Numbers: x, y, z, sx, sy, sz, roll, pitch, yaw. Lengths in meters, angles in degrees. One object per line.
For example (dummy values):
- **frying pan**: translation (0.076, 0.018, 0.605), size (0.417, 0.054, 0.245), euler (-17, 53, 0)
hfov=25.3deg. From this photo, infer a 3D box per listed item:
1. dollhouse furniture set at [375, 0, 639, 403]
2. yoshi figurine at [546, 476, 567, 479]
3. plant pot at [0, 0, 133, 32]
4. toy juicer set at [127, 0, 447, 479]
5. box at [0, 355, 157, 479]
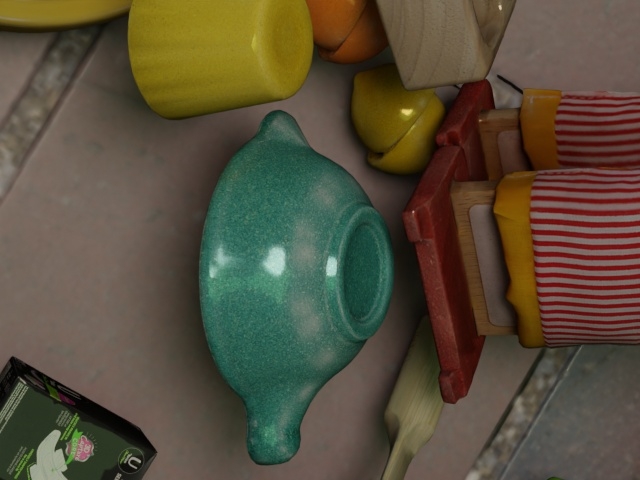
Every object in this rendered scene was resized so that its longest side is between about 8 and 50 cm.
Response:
- **dollhouse furniture set**: translation (0.128, -0.112, 0.650), size (0.201, 0.152, 0.374), euler (-4, 122, 22)
- **yoshi figurine**: translation (0.207, 0.232, 0.803), size (0.362, 0.204, 0.203), euler (-57, 151, -23)
- **plant pot**: translation (-0.123, -0.217, 0.614), size (0.254, 0.239, 0.254), euler (-2, 99, -14)
- **toy juicer set**: translation (0.000, 0.000, 0.732), size (0.089, 0.209, 0.329), euler (1, 116, 27)
- **box**: translation (-0.137, 0.106, 0.744), size (0.083, 0.062, 0.052), euler (33, 87, -16)
